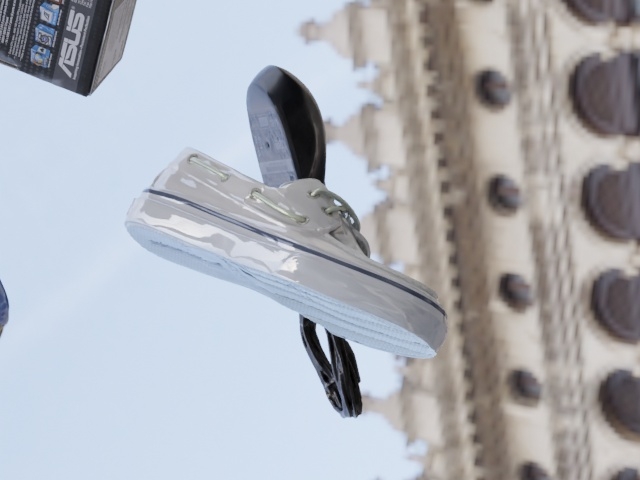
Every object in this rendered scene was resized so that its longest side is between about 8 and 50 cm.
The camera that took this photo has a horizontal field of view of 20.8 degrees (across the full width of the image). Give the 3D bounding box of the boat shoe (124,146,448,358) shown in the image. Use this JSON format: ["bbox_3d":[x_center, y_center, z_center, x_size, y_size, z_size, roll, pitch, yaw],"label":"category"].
[{"bbox_3d":[-0.015,-0.004,1.028,0.076,0.226,0.083,-61,-28,-14],"label":"boat shoe"}]

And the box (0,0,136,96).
[{"bbox_3d":[-0.198,-0.244,1.037,0.060,0.216,0.270,-62,-8,-56],"label":"box"}]

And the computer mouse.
[{"bbox_3d":[0.000,0.000,1.160,0.041,0.071,0.242,-16,-81,-22],"label":"computer mouse"}]

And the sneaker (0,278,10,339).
[{"bbox_3d":[-0.177,0.088,0.554,0.090,0.232,0.081,61,-157,11],"label":"sneaker"}]
